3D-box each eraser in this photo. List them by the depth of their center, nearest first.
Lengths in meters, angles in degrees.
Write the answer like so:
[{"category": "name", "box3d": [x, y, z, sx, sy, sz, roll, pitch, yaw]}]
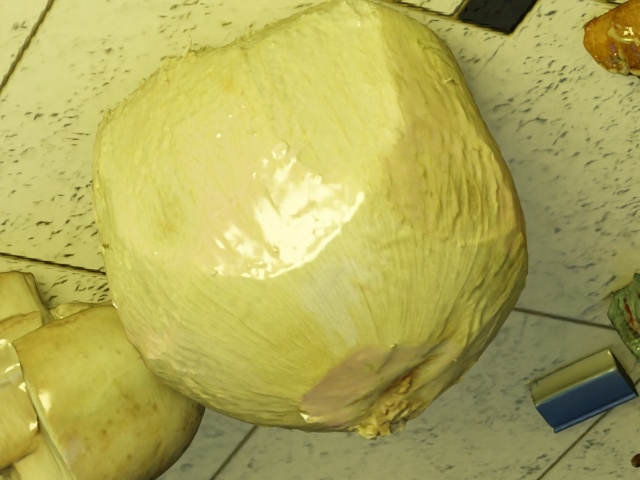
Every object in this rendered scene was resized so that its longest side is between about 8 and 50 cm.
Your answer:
[{"category": "eraser", "box3d": [0.239, 0.137, 1.808, 0.085, 0.027, 0.063, -26, 142, 13]}]

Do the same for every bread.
[{"category": "bread", "box3d": [0.307, -0.162, 1.427, 0.233, 0.076, 0.105, -17, 144, 0]}]

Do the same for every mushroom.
[{"category": "mushroom", "box3d": [-0.189, 0.110, 1.523, 0.189, 0.195, 0.254, -19, 174, -38]}]

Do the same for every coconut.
[{"category": "coconut", "box3d": [0.000, 0.000, 1.377, 0.297, 0.254, 0.297, -8, 143, -6]}]

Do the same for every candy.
[{"category": "candy", "box3d": [0.316, 0.101, 1.746, 0.059, 0.086, 0.292, -35, 139, 12]}]

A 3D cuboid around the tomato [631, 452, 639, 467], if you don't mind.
[{"category": "tomato", "box3d": [0.427, 0.232, 1.682, 0.309, 0.170, 0.309, 8, 156, 4]}]
